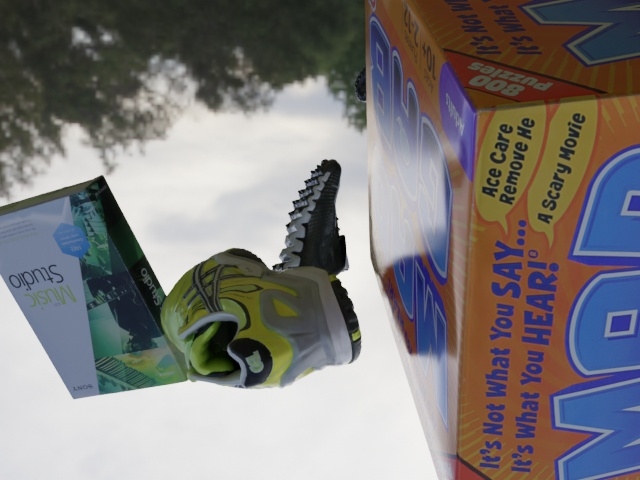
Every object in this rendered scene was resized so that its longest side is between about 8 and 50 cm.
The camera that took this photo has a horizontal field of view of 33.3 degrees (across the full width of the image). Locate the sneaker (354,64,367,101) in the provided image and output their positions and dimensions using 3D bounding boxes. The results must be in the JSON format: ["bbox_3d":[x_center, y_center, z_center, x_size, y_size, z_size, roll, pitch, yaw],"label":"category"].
[{"bbox_3d":[0.105,-0.210,1.321,0.089,0.051,0.170,-3,154,-36],"label":"sneaker"}]

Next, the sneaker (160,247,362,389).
[{"bbox_3d":[-0.113,0.094,1.244,0.147,0.145,0.384,-20,-173,-30],"label":"sneaker"}]

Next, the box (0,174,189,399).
[{"bbox_3d":[-0.339,0.078,1.559,0.232,0.322,0.058,-13,-156,31],"label":"box"}]

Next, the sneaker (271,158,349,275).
[{"bbox_3d":[0.000,0.000,1.553,0.106,0.234,0.078,22,171,-16],"label":"sneaker"}]

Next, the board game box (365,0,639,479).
[{"bbox_3d":[0.241,-0.047,0.848,0.356,0.356,0.356,-6,-145,-6],"label":"board game box"}]
